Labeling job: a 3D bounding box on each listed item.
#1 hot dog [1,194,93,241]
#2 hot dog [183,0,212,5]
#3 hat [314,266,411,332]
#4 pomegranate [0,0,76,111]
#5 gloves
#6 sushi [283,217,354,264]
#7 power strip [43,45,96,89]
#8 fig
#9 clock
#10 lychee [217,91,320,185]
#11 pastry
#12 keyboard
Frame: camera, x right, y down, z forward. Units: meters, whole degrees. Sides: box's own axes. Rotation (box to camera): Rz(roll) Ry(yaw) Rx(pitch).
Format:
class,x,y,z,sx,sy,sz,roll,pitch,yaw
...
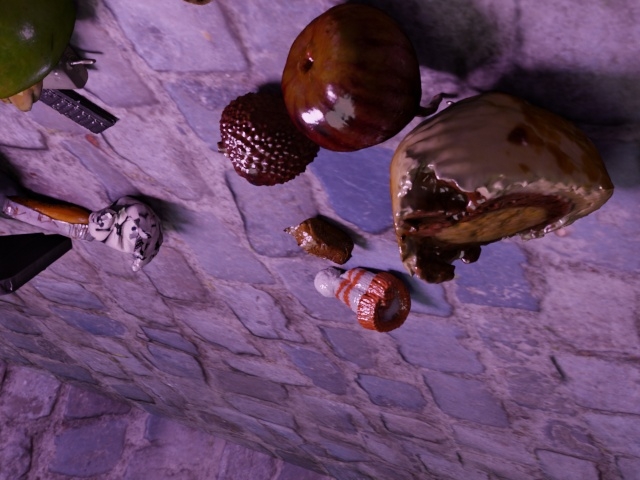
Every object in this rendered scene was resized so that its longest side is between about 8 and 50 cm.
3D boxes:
class,x,y,z,sx,sy,sz,roll,pitch,yaw
hot dog,-0.498,-0.044,2.322,0.191,0.059,0.108,16,172,8
hot dog,-0.208,-0.340,1.216,0.337,0.100,0.135,35,157,-31
hat,0.061,0.081,2.044,0.162,0.093,0.112,30,158,39
pomegranate,-0.422,-0.248,1.561,0.190,0.159,0.241,30,154,-14
gloves,-0.321,-0.021,2.134,0.212,0.111,0.128,-5,122,57
sushi,-0.001,0.003,1.913,0.118,0.061,0.060,35,131,-13
power strip,-0.416,-0.247,1.731,0.268,0.034,0.092,5,149,29
fig,0.040,-0.156,1.339,0.149,0.148,0.202,-20,131,13
clock,-0.624,0.041,2.291,0.273,0.279,0.049,-5,107,17
lychee,-0.064,-0.127,1.581,0.129,0.123,0.123,-2,164,-13
pastry,0.183,-0.078,1.378,0.236,0.170,0.256,-16,159,1
keyboard,-0.417,-0.228,1.835,0.250,0.017,0.087,32,159,-23
